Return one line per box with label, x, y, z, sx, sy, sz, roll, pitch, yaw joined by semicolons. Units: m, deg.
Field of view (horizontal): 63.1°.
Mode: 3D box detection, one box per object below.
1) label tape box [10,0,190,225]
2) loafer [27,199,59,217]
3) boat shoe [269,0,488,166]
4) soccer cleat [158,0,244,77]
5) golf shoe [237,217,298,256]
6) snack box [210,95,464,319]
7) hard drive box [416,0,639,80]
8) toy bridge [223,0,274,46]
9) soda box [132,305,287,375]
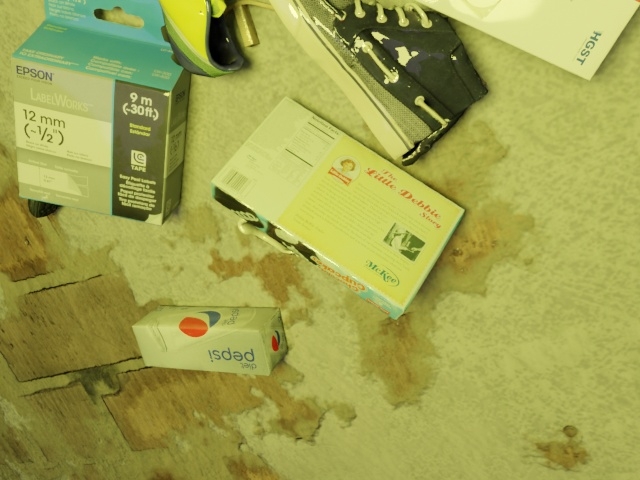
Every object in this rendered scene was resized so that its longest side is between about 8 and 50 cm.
label tape box;-0.352;-0.218;0.848;0.249;0.115;0.347;12;119;-1
loafer;-0.522;-0.145;1.004;0.078;0.076;0.223;35;116;11
boat shoe;0.075;-0.274;0.683;0.158;0.127;0.340;-35;108;26
soccer cleat;-0.179;-0.345;0.683;0.121;0.093;0.289;15;148;25
golf shoe;0.000;0.000;0.829;0.273;0.120;0.105;17;116;13
snack box;0.026;-0.053;0.760;0.322;0.187;0.060;34;158;6
hard drive box;0.254;-0.322;0.604;0.232;0.089;0.181;28;120;8
toy bridge;-0.112;-0.325;0.785;0.188;0.026;0.063;-10;107;25
soda box;-0.214;0.188;1.010;0.286;0.091;0.098;-1;111;22
